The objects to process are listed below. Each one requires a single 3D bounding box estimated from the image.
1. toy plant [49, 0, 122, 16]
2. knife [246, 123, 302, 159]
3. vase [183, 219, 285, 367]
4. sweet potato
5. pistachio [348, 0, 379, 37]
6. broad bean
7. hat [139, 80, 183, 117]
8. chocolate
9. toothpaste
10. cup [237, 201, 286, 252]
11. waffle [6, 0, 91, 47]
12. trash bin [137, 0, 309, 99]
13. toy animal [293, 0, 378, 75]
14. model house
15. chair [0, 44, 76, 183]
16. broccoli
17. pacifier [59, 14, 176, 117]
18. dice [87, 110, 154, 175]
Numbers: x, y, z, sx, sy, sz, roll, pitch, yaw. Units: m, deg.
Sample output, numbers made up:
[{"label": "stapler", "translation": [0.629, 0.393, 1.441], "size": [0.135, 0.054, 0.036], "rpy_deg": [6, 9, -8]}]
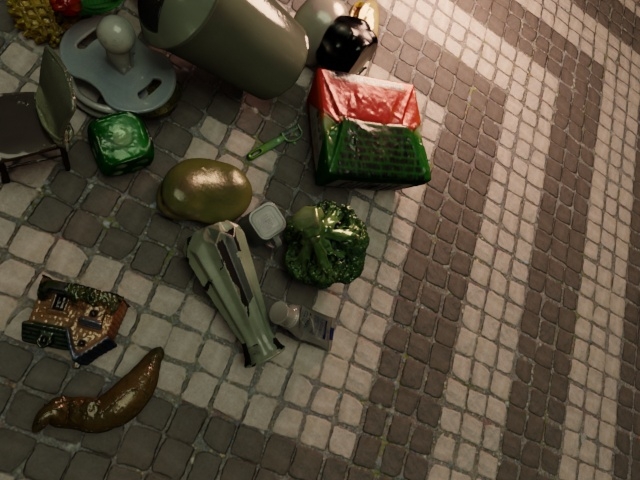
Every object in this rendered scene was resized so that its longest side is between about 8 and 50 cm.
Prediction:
[{"label": "toy plant", "translation": [-0.582, -0.603, 1.243], "size": [0.240, 0.154, 0.088], "rpy_deg": [-40, 139, -37]}, {"label": "knife", "translation": [-0.132, -0.286, 1.504], "size": [0.212, 0.015, 0.054], "rpy_deg": [-35, 100, -30]}, {"label": "vase", "translation": [-0.213, 0.134, 1.272], "size": [0.165, 0.165, 0.360], "rpy_deg": [-24, 90, -29]}, {"label": "sweet potato", "translation": [-0.469, 0.357, 1.118], "size": [0.310, 0.098, 0.124], "rpy_deg": [-26, 80, -32]}, {"label": "pistachio", "translation": [0.142, -0.726, 1.707], "size": [0.145, 0.117, 0.201], "rpy_deg": [51, 44, -49]}, {"label": "broad bean", "translation": [-0.307, -0.131, 1.333], "size": [0.263, 0.121, 0.189], "rpy_deg": [-5, 72, -42]}, {"label": "hat", "translation": [-0.426, -0.363, 1.364], "size": [0.146, 0.067, 0.146], "rpy_deg": [-8, 56, 11]}, {"label": "chocolate", "translation": [0.138, -0.325, 1.560], "size": [0.360, 0.161, 0.341], "rpy_deg": [0, 75, -26]}, {"label": "toothpaste", "translation": [-0.036, 0.223, 1.331], "size": [0.266, 0.061, 0.096], "rpy_deg": [34, 60, -51]}, {"label": "cup", "translation": [-0.152, -0.028, 1.359], "size": [0.095, 0.129, 0.128], "rpy_deg": [-35, 95, -22]}, {"label": "waffle", "translation": [-0.693, -0.596, 1.293], "size": [0.197, 0.070, 0.193], "rpy_deg": [5, 74, -24]}, {"label": "trash bin", "translation": [-0.248, -0.559, 1.288], "size": [0.432, 0.280, 0.281], "rpy_deg": [15, 66, -56]}, {"label": "toy animal", "translation": [0.037, -0.633, 1.579], "size": [0.266, 0.212, 0.212], "rpy_deg": [42, 61, 9]}, {"label": "model house", "translation": [-0.541, 0.188, 1.098], "size": [0.182, 0.166, 0.172], "rpy_deg": [18, 72, -8]}, {"label": "chair", "translation": [-0.635, -0.257, 1.082], "size": [0.186, 0.319, 0.160], "rpy_deg": [-18, 83, -28]}, {"label": "broccoli", "translation": [0.000, 0.000, 1.360], "size": [0.270, 0.269, 0.270], "rpy_deg": [51, 49, -57]}, {"label": "pacifier", "translation": [-0.510, -0.455, 1.239], "size": [0.299, 0.233, 0.244], "rpy_deg": [38, 63, -4]}, {"label": "dice", "translation": [-0.500, -0.239, 1.256], "size": [0.128, 0.120, 0.131], "rpy_deg": [-22, 88, -30]}]
